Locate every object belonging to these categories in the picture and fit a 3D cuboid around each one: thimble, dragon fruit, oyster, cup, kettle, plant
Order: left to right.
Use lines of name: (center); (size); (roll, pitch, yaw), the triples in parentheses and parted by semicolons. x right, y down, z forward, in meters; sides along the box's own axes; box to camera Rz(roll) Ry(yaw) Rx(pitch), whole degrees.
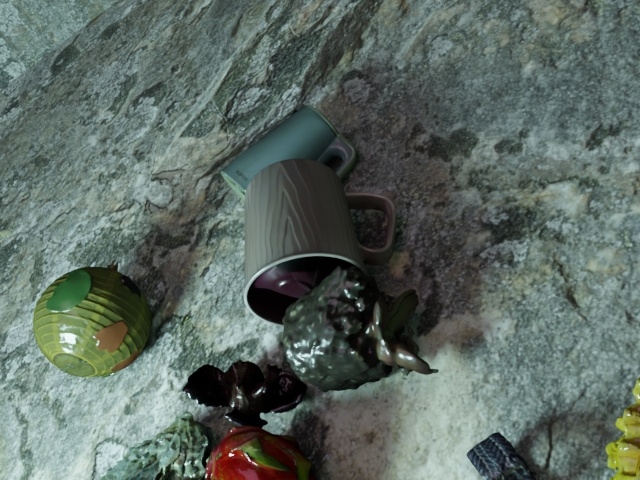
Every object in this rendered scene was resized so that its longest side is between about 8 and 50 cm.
oyster: (-0.302, 0.433, 1.467); (0.267, 0.112, 0.198); (-47, 42, 3)
dragon fruit: (-0.087, 0.421, 1.279); (0.200, 0.198, 0.269); (-50, 58, 49)
kettle: (-0.057, -0.157, 1.711); (0.243, 0.160, 0.210); (-44, 60, -7)
cup: (-0.011, -0.010, 1.503); (0.288, 0.208, 0.273); (-29, 44, 20)
plant: (0.058, 0.148, 1.348); (0.234, 0.178, 0.204); (-27, 44, 28)
thimble: (0.257, 0.324, 1.122); (0.066, 0.095, 0.104); (-35, 7, -1)

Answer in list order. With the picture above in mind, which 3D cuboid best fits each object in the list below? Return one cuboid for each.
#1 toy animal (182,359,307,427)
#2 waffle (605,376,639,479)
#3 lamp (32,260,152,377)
toy animal: (-0.139, 0.275, 1.446); (0.179, 0.219, 0.116); (138, 134, -76)
waffle: (0.521, 0.259, 0.984); (0.307, 0.060, 0.312); (-45, 40, 2)
lamp: (-0.484, 0.158, 1.736); (0.250, 0.250, 0.284); (-18, 41, 28)
